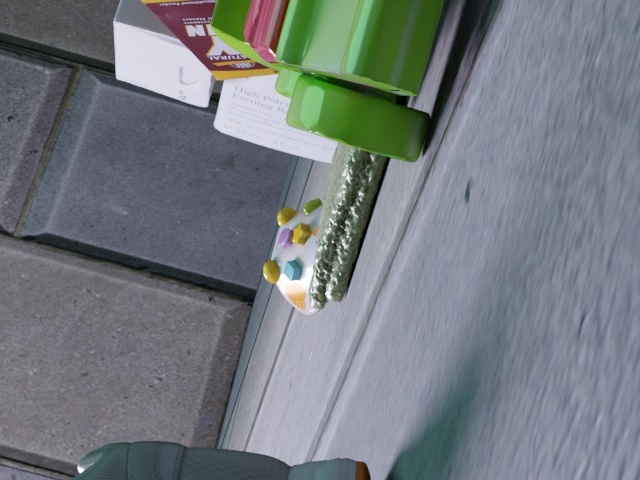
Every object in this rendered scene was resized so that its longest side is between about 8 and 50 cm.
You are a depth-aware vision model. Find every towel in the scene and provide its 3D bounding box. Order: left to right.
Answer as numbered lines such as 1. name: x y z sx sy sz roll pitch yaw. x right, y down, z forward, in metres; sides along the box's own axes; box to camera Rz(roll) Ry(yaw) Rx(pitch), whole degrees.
1. towel: 0.020 -0.041 1.022 0.110 0.027 0.148 -82 8 -59

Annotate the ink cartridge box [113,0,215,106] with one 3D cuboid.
1. ink cartridge box: -0.093 -0.217 1.296 0.139 0.082 0.191 117 171 -76

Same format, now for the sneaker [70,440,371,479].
1. sneaker: -0.066 0.175 0.634 0.099 0.121 0.262 -79 5 -64

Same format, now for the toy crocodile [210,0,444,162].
1. toy crocodile: 0.006 -0.114 0.842 0.340 0.105 0.115 -115 41 -79

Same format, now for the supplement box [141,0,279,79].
1. supplement box: -0.037 -0.227 1.116 0.194 0.129 0.191 42 -136 -75

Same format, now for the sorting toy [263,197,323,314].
1. sorting toy: 0.000 0.000 1.163 0.075 0.045 0.083 -26 46 60

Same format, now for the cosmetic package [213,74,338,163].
1. cosmetic package: -0.010 -0.158 1.335 0.231 0.117 0.085 109 175 -65
